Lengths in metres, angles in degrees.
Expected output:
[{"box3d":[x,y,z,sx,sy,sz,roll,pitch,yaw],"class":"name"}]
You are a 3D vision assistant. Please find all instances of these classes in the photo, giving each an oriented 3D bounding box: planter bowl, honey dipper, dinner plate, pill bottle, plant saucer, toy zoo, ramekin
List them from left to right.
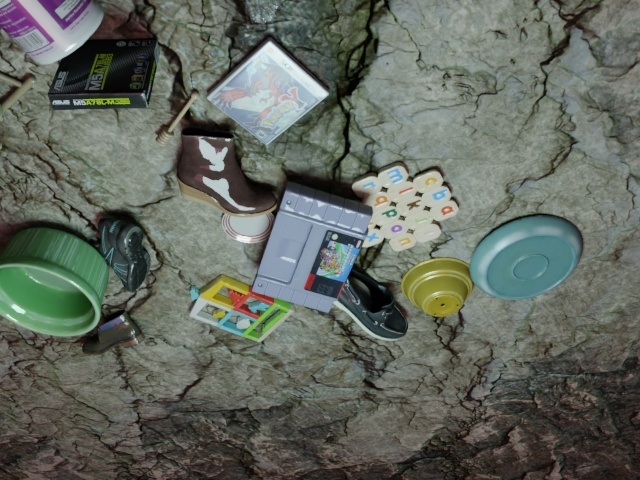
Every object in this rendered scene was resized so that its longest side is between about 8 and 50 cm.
[{"box3d":[-0.546,-0.477,1.218,0.169,0.169,0.301,-22,133,19],"class":"pill bottle"},{"box3d":[-0.706,0.105,1.798,0.304,0.148,0.303,5,138,4],"class":"ramekin"},{"box3d":[-0.316,-0.273,1.537,0.030,0.030,0.161,28,126,-28],"class":"honey dipper"},{"box3d":[-0.251,0.197,2.021,0.293,0.030,0.192,26,129,-27],"class":"toy zoo"},{"box3d":[-0.185,-0.047,1.784,0.141,0.017,0.141,-2,136,-2],"class":"dinner plate"},{"box3d":[0.343,0.154,1.963,0.217,0.090,0.217,-1,136,-1],"class":"planter bowl"},{"box3d":[0.572,0.063,1.895,0.318,0.043,0.317,-4,133,-5],"class":"plant saucer"}]

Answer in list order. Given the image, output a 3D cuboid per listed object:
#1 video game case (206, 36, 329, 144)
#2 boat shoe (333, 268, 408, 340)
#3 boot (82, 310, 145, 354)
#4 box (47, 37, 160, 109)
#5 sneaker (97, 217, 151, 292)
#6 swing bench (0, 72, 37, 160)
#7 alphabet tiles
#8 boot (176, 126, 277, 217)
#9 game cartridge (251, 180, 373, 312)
[{"box3d":[-0.114,-0.320,1.502,0.201,0.023,0.183,-34,128,29],"class":"video game case"},{"box3d":[0.153,0.173,1.948,0.340,0.127,0.113,40,134,-24],"class":"boat shoe"},{"box3d":[-0.642,0.275,2.071,0.219,0.082,0.106,-15,113,18],"class":"boot"},{"box3d":[-0.422,-0.331,1.357,0.184,0.190,0.045,0,138,-2],"class":"box"},{"box3d":[-0.519,0.034,1.816,0.106,0.101,0.267,21,140,11],"class":"sneaker"},{"box3d":[-0.734,-0.214,1.419,0.165,0.253,0.254,23,130,-24],"class":"swing bench"},{"box3d":[0.199,-0.081,1.764,0.278,0.021,0.284,-21,133,19],"class":"alphabet tiles"},{"box3d":[-0.213,-0.159,1.614,0.249,0.090,0.206,9,137,-7],"class":"boot"},{"box3d":[-0.025,0.030,1.752,0.230,0.068,0.355,19,129,-3],"class":"game cartridge"}]
